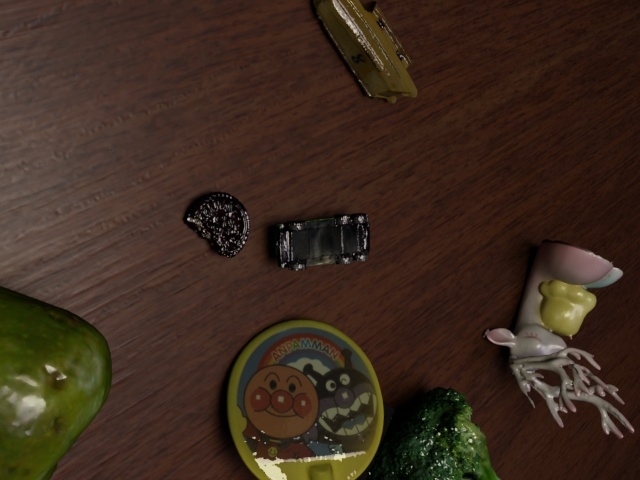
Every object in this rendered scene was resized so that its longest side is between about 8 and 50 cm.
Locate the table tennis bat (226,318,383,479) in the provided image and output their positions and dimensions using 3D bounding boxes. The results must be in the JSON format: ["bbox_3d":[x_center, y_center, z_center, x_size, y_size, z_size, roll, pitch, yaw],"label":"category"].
[{"bbox_3d":[-0.008,0.282,0.868,0.224,0.054,0.369,1,68,-23],"label":"table tennis bat"}]

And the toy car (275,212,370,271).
[{"bbox_3d":[0.000,0.000,0.931,0.165,0.062,0.071,-8,98,-40],"label":"toy car"}]

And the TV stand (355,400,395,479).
[{"bbox_3d":[0.006,0.342,0.959,0.088,0.082,0.270,40,68,-35],"label":"TV stand"}]

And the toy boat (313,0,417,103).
[{"bbox_3d":[0.067,-0.296,0.963,0.226,0.068,0.088,50,58,-29],"label":"toy boat"}]

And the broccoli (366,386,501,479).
[{"bbox_3d":[0.193,0.368,1.014,0.245,0.294,0.265,23,108,-9],"label":"broccoli"}]

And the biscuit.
[{"bbox_3d":[-0.129,-0.019,0.842,0.089,0.027,0.087,-7,98,-41],"label":"biscuit"}]

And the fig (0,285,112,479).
[{"bbox_3d":[-0.338,0.111,0.599,0.275,0.206,0.206,39,68,-11],"label":"fig"}]

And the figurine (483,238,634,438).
[{"bbox_3d":[0.445,0.174,1.206,0.206,0.284,0.316,21,92,-38],"label":"figurine"}]
